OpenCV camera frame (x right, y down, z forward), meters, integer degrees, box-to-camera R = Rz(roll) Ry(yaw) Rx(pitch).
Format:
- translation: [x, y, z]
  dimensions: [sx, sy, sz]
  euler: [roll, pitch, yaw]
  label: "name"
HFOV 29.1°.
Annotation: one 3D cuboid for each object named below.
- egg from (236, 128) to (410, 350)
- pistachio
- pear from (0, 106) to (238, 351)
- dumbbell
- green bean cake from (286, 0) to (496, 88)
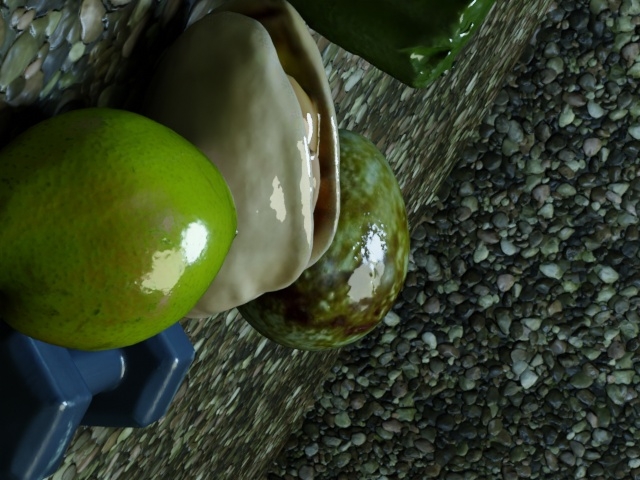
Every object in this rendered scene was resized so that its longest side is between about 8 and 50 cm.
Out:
- translation: [0.000, 0.000, 1.574]
  dimensions: [0.238, 0.238, 0.289]
  euler: [-29, 141, -67]
  label: "egg"
- translation: [-0.082, -0.068, 1.119]
  dimensions: [0.193, 0.214, 0.318]
  euler: [-39, 146, -55]
  label: "pistachio"
- translation: [-0.179, -0.005, 0.949]
  dimensions: [0.220, 0.187, 0.187]
  euler: [-22, 146, -47]
  label: "pear"
- translation: [-0.238, 0.125, 1.132]
  dimensions: [0.156, 0.144, 0.316]
  euler: [-63, 168, 11]
  label: "dumbbell"
- translation: [0.122, -0.345, 1.247]
  dimensions: [0.335, 0.218, 0.319]
  euler: [-56, 178, 29]
  label: "green bean cake"
